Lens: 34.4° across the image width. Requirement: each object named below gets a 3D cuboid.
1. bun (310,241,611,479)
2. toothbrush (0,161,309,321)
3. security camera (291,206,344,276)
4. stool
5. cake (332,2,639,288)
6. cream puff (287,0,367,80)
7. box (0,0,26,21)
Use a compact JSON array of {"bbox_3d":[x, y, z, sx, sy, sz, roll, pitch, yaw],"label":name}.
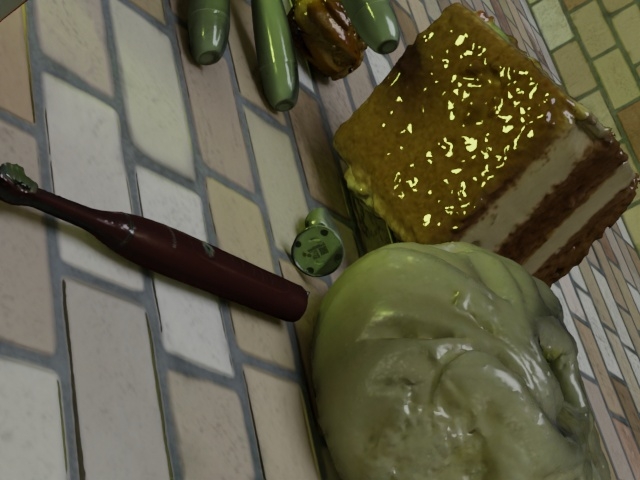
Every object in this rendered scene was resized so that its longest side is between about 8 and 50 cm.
[{"bbox_3d":[0.151,0.158,0.996,0.360,0.211,0.359,46,28,-33],"label":"bun"},{"bbox_3d":[-0.122,0.008,0.832,0.364,0.041,0.040,28,40,-51],"label":"toothbrush"},{"bbox_3d":[0.000,0.000,1.088,0.058,0.058,0.092,57,11,-8],"label":"security camera"},{"bbox_3d":[-0.039,-0.283,1.137,0.195,0.195,0.198,22,46,-55],"label":"stool"},{"bbox_3d":[0.192,-0.085,1.236,0.290,0.282,0.255,28,18,-51],"label":"cake"},{"bbox_3d":[0.016,-0.281,1.362,0.119,0.104,0.133,33,34,-35],"label":"cream puff"},{"bbox_3d":[-0.239,-0.256,0.508,0.256,0.349,0.318,58,25,-7],"label":"box"}]
